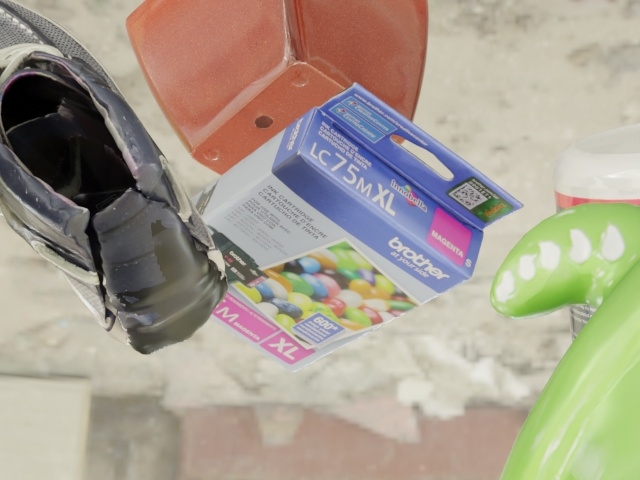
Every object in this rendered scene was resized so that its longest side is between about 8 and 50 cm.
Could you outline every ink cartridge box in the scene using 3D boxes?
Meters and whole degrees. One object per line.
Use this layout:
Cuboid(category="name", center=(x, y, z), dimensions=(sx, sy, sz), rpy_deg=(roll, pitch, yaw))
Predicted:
Cuboid(category="ink cartridge box", center=(0.000, 0.000, 1.256), dimensions=(0.186, 0.065, 0.311), rpy_deg=(36, 139, -20))

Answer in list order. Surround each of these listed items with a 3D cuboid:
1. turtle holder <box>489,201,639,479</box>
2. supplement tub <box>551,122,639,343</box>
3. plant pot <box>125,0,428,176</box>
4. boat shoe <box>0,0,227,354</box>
Cuboid(category="turtle holder", center=(0.204, 0.086, 0.481), dimensions=(0.243, 0.227, 0.320), rpy_deg=(31, 99, -40))
Cuboid(category="supplement tub", center=(0.298, 0.045, 1.225), dimensions=(0.191, 0.272, 0.191), rpy_deg=(-8, -168, 2))
Cuboid(category="plant pot", center=(-0.035, -0.189, 1.697), dimensions=(0.267, 0.235, 0.267), rpy_deg=(30, 125, -36))
Cuboid(category="boat shoe", center=(-0.184, -0.090, 0.962), dimensions=(0.127, 0.340, 0.158), rpy_deg=(-38, 149, -12))
